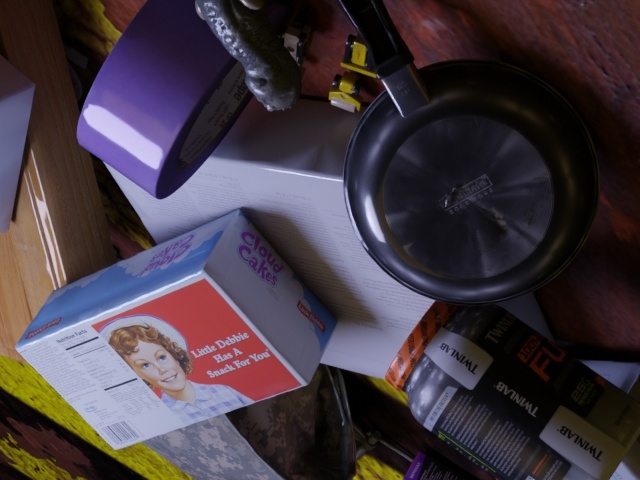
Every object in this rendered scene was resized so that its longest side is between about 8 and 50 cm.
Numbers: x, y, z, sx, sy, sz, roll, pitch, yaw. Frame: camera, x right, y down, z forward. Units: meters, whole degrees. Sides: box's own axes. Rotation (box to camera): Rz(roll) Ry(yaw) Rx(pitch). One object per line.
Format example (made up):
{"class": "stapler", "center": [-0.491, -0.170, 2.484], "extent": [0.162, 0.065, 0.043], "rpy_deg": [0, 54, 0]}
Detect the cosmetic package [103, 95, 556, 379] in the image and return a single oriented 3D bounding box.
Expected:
{"class": "cosmetic package", "center": [0.000, 0.000, 1.433], "extent": [0.377, 0.097, 0.284], "rpy_deg": [11, 141, 39]}

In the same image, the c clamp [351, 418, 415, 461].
{"class": "c clamp", "center": [0.029, 0.242, 1.850], "extent": [0.137, 0.022, 0.160], "rpy_deg": [39, 152, -4]}

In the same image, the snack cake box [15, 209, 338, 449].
{"class": "snack cake box", "center": [-0.137, 0.088, 1.447], "extent": [0.264, 0.089, 0.152], "rpy_deg": [-22, 118, 37]}

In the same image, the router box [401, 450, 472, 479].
{"class": "router box", "center": [0.147, 0.322, 1.803], "extent": [0.133, 0.046, 0.179], "rpy_deg": [29, 152, 8]}

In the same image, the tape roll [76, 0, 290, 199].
{"class": "tape roll", "center": [-0.109, -0.132, 1.259], "extent": [0.080, 0.189, 0.189], "rpy_deg": [34, 152, 5]}

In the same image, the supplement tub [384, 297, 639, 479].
{"class": "supplement tub", "center": [0.153, 0.129, 1.247], "extent": [0.190, 0.117, 0.117], "rpy_deg": [35, 152, 10]}

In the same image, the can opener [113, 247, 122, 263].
{"class": "can opener", "center": [-0.344, -0.013, 1.835], "extent": [0.280, 0.074, 0.093], "rpy_deg": [39, 153, -4]}

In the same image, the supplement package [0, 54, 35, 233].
{"class": "supplement package", "center": [-0.436, -0.115, 1.450], "extent": [0.262, 0.199, 0.198], "rpy_deg": [40, 136, 19]}

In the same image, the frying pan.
{"class": "frying pan", "center": [0.102, -0.099, 1.164], "extent": [0.197, 0.053, 0.326], "rpy_deg": [-7, 108, 11]}

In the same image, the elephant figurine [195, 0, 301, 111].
{"class": "elephant figurine", "center": [-0.080, -0.241, 1.114], "extent": [0.239, 0.186, 0.169], "rpy_deg": [27, -159, -40]}

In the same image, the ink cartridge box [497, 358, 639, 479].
{"class": "ink cartridge box", "center": [0.244, 0.244, 1.513], "extent": [0.308, 0.091, 0.385], "rpy_deg": [49, 154, -21]}

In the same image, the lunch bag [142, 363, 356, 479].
{"class": "lunch bag", "center": [-0.102, 0.177, 1.747], "extent": [0.287, 0.169, 0.235], "rpy_deg": [50, 149, -13]}

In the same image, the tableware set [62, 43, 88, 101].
{"class": "tableware set", "center": [-0.241, -0.131, 1.573], "extent": [0.194, 0.039, 0.128], "rpy_deg": [36, 152, 2]}

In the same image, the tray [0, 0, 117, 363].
{"class": "tray", "center": [-0.319, -0.065, 1.576], "extent": [0.203, 0.076, 0.411], "rpy_deg": [11, 121, 40]}

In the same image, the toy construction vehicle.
{"class": "toy construction vehicle", "center": [0.009, -0.151, 1.268], "extent": [0.086, 0.035, 0.098], "rpy_deg": [19, 152, 10]}
